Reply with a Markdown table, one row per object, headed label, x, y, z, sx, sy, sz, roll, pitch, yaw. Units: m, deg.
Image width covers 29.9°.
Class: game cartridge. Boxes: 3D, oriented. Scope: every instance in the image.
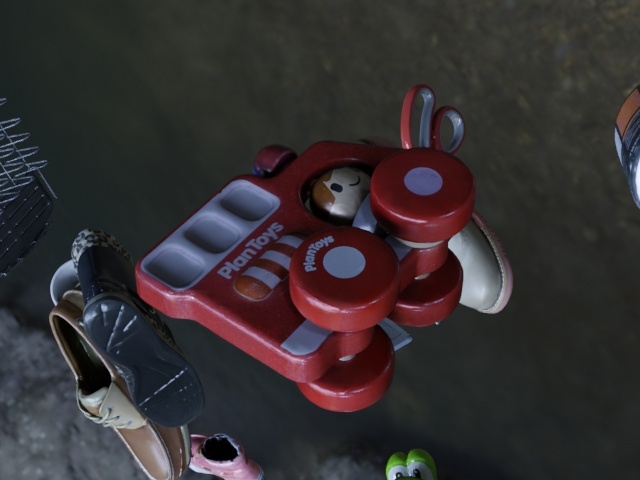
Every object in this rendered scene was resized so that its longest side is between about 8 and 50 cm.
| label | x | y | z | sx | sy | sz | roll | pitch | yaw |
| --- | --- | --- | --- | --- | --- | --- | --- | --- | --- |
| game cartridge | 0.090 | 0.138 | 1.802 | 0.083 | 0.056 | 0.017 | 36 | 132 | 35 |

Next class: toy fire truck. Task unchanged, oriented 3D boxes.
| label | x | y | z | sx | sy | sz | roll | pitch | yaw |
| --- | --- | --- | --- | --- | --- | --- | --- | --- | --- |
| toy fire truck | 0.000 | 0.000 | 1.179 | 0.254 | 0.302 | 0.169 | 29 | 146 | 23 |

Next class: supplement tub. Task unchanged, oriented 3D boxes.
| label | x | y | z | sx | sy | sz | roll | pitch | yaw |
| --- | --- | --- | --- | --- | --- | --- | --- | --- | --- |
| supplement tub | 0.327 | -0.085 | 1.074 | 0.117 | 0.117 | 0.190 | 60 | -162 | -15 |

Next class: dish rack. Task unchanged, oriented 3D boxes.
| label | x | y | z | sx | sy | sz | roll | pitch | yaw |
| --- | --- | --- | --- | --- | --- | --- | --- | --- | --- |
| dish rack | -0.429 | -0.093 | 1.502 | 0.074 | 0.208 | 0.271 | -10 | 122 | 34 |

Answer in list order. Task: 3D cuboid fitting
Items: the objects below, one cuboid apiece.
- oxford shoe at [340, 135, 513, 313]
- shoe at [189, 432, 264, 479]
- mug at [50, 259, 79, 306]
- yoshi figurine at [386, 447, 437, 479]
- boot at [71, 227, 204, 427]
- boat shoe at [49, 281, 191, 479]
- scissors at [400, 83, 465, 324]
| label | x | y | z | sx | sy | sz | roll | pitch | yaw |
| --- | --- | --- | --- | --- | --- | --- | --- | --- | --- |
| oxford shoe | 0.123 | -0.018 | 1.794 | 0.397 | 0.146 | 0.140 | 42 | 126 | 39 |
| shoe | -0.165 | 0.322 | 1.842 | 0.178 | 0.063 | 0.081 | 18 | 148 | 42 |
| mug | -0.375 | 0.106 | 2.015 | 0.113 | 0.150 | 0.169 | 63 | 160 | 19 |
| yoshi figurine | 0.171 | 0.530 | 1.967 | 0.203 | 0.204 | 0.362 | 154 | 100 | -72 |
| boot | -0.227 | 0.106 | 1.483 | 0.236 | 0.085 | 0.178 | 60 | -179 | -39 |
| boat shoe | -0.300 | 0.214 | 1.734 | 0.122 | 0.120 | 0.324 | -15 | 104 | 41 |
| scissors | 0.130 | -0.050 | 1.507 | 0.109 | 0.297 | 0.021 | 21 | 162 | -40 |
